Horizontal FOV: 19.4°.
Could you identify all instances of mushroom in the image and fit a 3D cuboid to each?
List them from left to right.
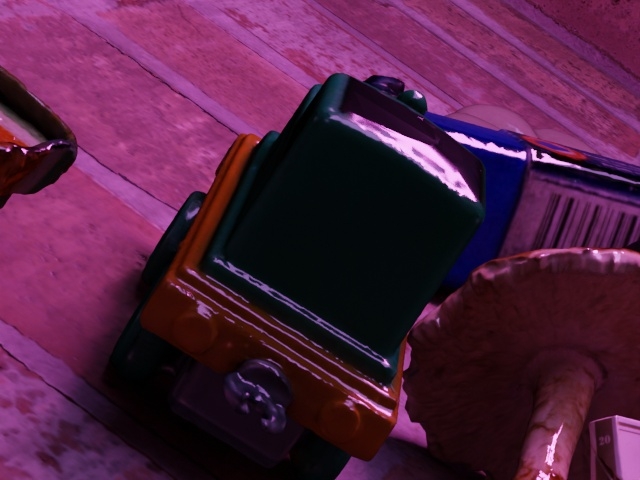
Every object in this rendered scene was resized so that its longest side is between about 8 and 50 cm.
[{"bbox_3d":[0.151,0.156,1.313,0.233,0.301,0.208,29,-25,-7],"label":"mushroom"}]

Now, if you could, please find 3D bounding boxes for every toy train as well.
[{"bbox_3d":[0.000,0.000,1.258,0.178,0.249,0.429,32,18,-5],"label":"toy train"}]

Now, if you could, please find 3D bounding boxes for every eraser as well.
[{"bbox_3d":[0.210,-0.010,1.745,0.332,0.155,0.101,14,13,-19],"label":"eraser"}]

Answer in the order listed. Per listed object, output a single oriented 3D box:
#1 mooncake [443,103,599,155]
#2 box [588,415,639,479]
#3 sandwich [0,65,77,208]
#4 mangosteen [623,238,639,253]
[{"bbox_3d":[0.215,-0.035,1.928,0.275,0.135,0.275,26,21,-11],"label":"mooncake"},{"bbox_3d":[0.217,0.220,1.221,0.109,0.029,0.198,17,68,-42],"label":"box"},{"bbox_3d":[-0.299,-0.076,1.186,0.292,0.109,0.212,22,28,-27],"label":"sandwich"},{"bbox_3d":[0.331,0.101,1.516,0.288,0.288,0.288,30,18,-11],"label":"mangosteen"}]
